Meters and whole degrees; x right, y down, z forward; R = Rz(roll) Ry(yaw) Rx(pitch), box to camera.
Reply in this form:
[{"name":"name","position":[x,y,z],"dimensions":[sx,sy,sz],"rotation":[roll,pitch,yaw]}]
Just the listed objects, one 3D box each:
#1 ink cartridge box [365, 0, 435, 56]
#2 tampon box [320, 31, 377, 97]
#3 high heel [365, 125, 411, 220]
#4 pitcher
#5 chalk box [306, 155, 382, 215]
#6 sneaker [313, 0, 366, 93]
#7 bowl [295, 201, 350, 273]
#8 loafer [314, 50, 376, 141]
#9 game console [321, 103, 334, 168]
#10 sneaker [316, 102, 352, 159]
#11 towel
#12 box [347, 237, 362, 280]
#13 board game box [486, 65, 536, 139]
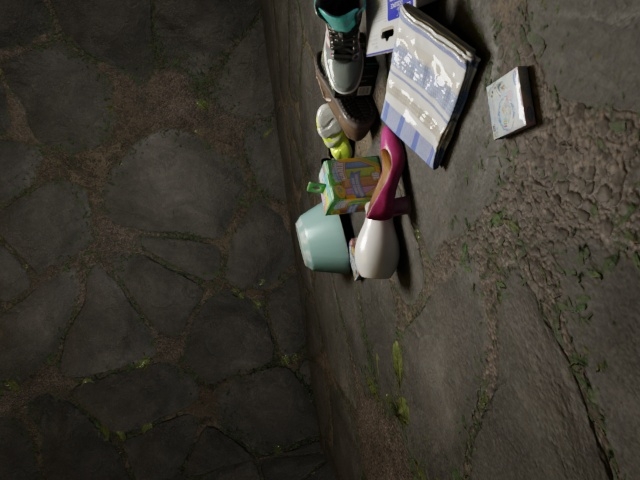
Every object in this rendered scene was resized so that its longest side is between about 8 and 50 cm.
[{"name":"ink cartridge box","position":[0.167,-0.574,1.089],"dimensions":[0.303,0.072,0.307],"rotation":[-131,32,-68]},{"name":"tampon box","position":[0.079,-0.502,1.429],"dimensions":[0.101,0.120,0.161],"rotation":[100,160,-55]},{"name":"high heel","position":[0.156,-0.173,1.285],"dimensions":[0.082,0.117,0.244],"rotation":[173,89,-79]},{"name":"pitcher","position":[0.164,-0.002,1.417],"dimensions":[0.178,0.125,0.207],"rotation":[-20,-67,-80]},{"name":"chalk box","position":[0.069,-0.158,1.485],"dimensions":[0.132,0.213,0.132],"rotation":[118,142,-72]},{"name":"sneaker","position":[0.055,-0.512,1.225],"dimensions":[0.178,0.124,0.295],"rotation":[-57,-34,-71]},{"name":"bowl","position":[0.000,0.000,1.974],"dimensions":[0.311,0.163,0.311],"rotation":[166,90,-85]},{"name":"loafer","position":[0.060,-0.444,1.530],"dimensions":[0.130,0.134,0.366],"rotation":[99,160,-56]},{"name":"game console","position":[0.039,-0.346,1.947],"dimensions":[0.213,0.044,0.361],"rotation":[-125,29,-66]},{"name":"sneaker","position":[0.041,-0.381,1.680],"dimensions":[0.240,0.091,0.126],"rotation":[66,-167,-49]},{"name":"towel","position":[0.203,-0.300,1.005],"dimensions":[0.209,0.034,0.285],"rotation":[52,156,27]},{"name":"box","position":[0.130,0.069,1.820],"dimensions":[0.094,0.027,0.137],"rotation":[108,151,-69]},{"name":"board game box","position":[0.299,-0.214,0.788],"dimensions":[0.090,0.020,0.090],"rotation":[167,95,-79]}]
